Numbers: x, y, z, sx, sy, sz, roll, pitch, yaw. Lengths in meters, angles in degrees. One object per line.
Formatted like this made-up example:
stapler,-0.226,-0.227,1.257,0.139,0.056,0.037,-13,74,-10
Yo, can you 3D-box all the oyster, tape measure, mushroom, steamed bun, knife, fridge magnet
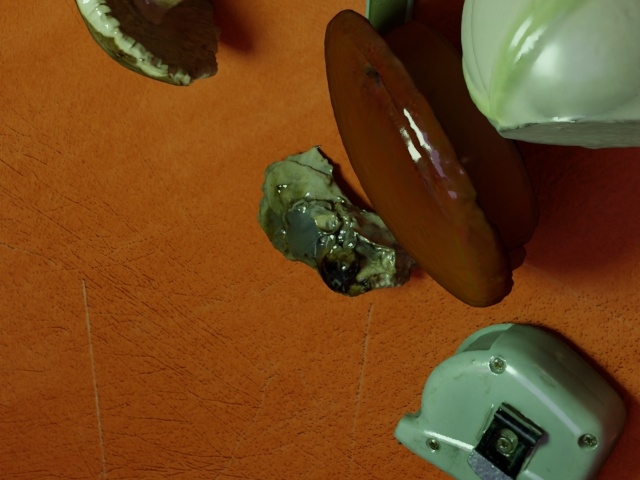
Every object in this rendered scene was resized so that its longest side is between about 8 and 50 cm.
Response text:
oyster,0.008,-0.006,1.981,0.233,0.107,0.161,30,138,21
tape measure,0.231,0.225,1.931,0.243,0.125,0.246,32,131,17
mushroom,-0.144,-0.322,1.878,0.233,0.302,0.208,58,176,-11
steamed bun,0.283,-0.240,1.526,0.309,0.309,0.309,18,125,27
knife,0.082,-0.328,1.780,0.061,0.027,0.343,18,125,22
fridge magnet,0.116,-0.095,1.729,0.363,0.155,0.363,60,176,7
